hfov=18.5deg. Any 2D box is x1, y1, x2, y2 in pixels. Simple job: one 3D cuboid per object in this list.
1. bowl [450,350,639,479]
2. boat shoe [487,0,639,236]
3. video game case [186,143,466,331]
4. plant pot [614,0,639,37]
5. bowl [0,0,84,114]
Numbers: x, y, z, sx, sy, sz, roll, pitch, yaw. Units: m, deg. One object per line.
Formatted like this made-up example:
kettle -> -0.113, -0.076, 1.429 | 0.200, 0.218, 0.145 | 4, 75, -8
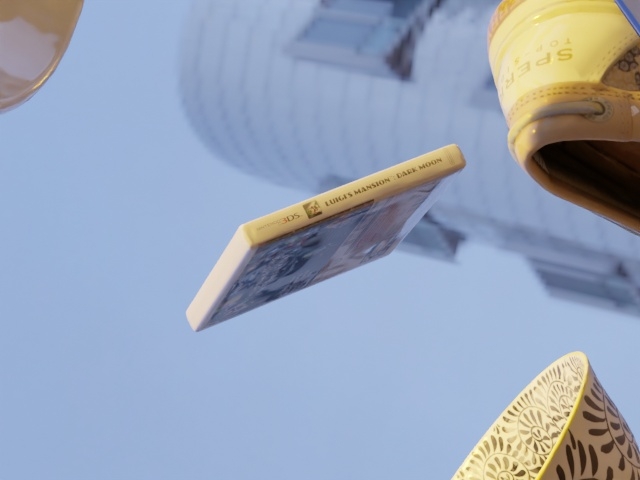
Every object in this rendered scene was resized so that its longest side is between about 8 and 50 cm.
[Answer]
bowl -> 0.110, 0.146, 0.967 | 0.080, 0.170, 0.170 | 36, -114, -4
boat shoe -> 0.190, -0.013, 0.802 | 0.285, 0.104, 0.089 | 21, -134, -19
video game case -> 0.000, 0.000, 1.407 | 0.173, 0.190, 0.022 | -22, -102, -22
plant pot -> 0.202, -0.096, 0.459 | 0.212, 0.236, 0.236 | -34, -90, -37
bowl -> -0.163, -0.174, 0.537 | 0.298, 0.134, 0.298 | -4, -90, -79
